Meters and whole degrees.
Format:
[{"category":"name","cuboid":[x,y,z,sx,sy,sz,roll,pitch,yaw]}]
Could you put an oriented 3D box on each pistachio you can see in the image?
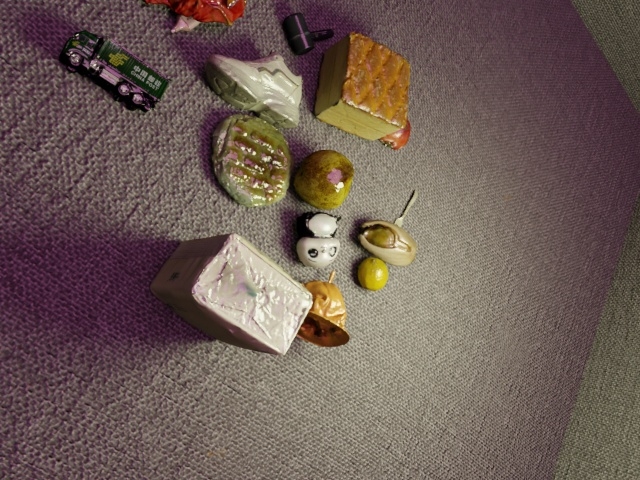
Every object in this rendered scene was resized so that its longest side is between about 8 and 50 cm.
[{"category":"pistachio","cuboid":[0.242,0.009,1.772,0.238,0.153,0.137,29,69,-21]}]

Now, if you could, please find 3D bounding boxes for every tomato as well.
[{"category":"tomato","cuboid":[0.287,-0.427,1.873,0.159,0.091,0.139,30,70,-26]}]

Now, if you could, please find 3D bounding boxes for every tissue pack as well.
[{"category":"tissue pack","cuboid":[-0.245,0.139,1.305,0.297,0.380,0.207,41,66,-23]}]

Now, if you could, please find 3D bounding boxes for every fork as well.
[{"category":"fork","cuboid":[0.332,-0.118,1.923,0.034,0.028,0.219,38,63,-17]}]

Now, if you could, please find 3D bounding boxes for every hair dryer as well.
[{"category":"hair dryer","cuboid":[-0.022,-0.724,1.710,0.219,0.072,0.124,-26,100,-39]}]

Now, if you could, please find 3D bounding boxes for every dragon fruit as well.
[{"category":"dragon fruit","cuboid":[-0.382,-0.753,1.421,0.330,0.240,0.302,-22,110,-8]}]

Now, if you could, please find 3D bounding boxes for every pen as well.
[{"category":"pen","cuboid":[-0.383,-0.677,1.483,0.053,0.032,0.197,49,61,-21]}]

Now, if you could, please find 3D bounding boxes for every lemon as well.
[{"category":"lemon","cuboid":[0.186,0.122,1.753,0.109,0.109,0.133,-20,119,-33]}]

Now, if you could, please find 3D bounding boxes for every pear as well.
[{"category":"pear","cuboid":[0.009,-0.202,1.618,0.197,0.197,0.197,3,85,-33]}]

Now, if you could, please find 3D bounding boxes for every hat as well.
[{"category":"hat","cuboid":[0.012,0.187,1.591,0.233,0.244,0.233,48,49,-30]}]

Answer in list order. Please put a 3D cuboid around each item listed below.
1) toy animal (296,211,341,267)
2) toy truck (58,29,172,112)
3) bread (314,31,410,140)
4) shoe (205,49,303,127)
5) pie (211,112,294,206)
[{"category":"toy animal","cuboid":[0.000,0.000,1.622,0.166,0.138,0.179,2,80,-17]},{"category":"toy truck","cuboid":[-0.551,-0.453,1.323,0.259,0.088,0.121,31,71,-29]},{"category":"bread","cuboid":[0.148,-0.527,1.718,0.279,0.207,0.278,12,77,-30]},{"category":"shoe","cuboid":[-0.193,-0.512,1.544,0.342,0.132,0.210,25,71,-35]},{"category":"pie","cuboid":[-0.205,-0.250,1.545,0.306,0.071,0.306,1,88,-34]}]
